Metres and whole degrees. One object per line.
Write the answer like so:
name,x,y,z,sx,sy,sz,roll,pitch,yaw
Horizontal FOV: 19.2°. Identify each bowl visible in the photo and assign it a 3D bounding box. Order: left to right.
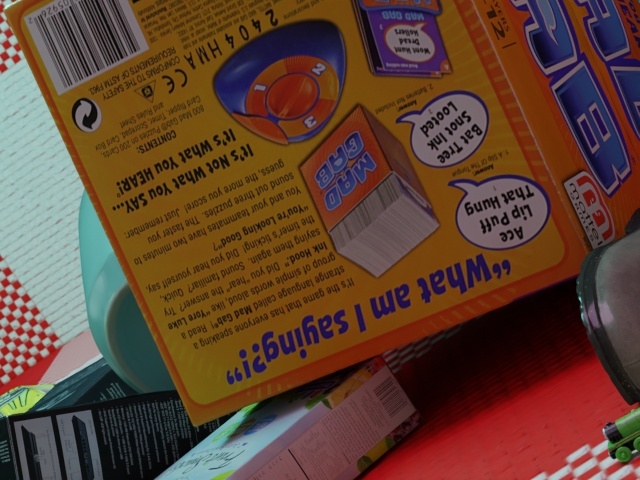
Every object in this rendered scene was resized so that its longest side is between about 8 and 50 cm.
bowl,-0.100,0.049,1.796,0.311,0.311,0.163,-30,24,29

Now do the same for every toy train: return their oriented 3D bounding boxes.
toy train,0.195,0.097,1.062,0.083,0.024,0.017,-32,7,16

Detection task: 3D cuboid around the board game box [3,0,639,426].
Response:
board game box,0.045,-0.115,1.504,0.356,0.356,0.356,-23,2,28

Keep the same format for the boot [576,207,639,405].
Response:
boot,0.261,0.005,1.187,0.161,0.083,0.246,-23,13,30

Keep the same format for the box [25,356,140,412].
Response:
box,-0.249,0.208,2.012,0.153,0.108,0.207,-29,9,31

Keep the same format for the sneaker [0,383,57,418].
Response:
sneaker,-0.376,0.242,2.239,0.147,0.145,0.385,-33,8,10

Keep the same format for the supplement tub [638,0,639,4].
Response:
supplement tub,0.342,-0.254,1.766,0.191,0.272,0.191,-33,7,4

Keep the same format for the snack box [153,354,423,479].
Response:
snack box,-0.048,0.178,1.446,0.207,0.070,0.174,-38,8,-28

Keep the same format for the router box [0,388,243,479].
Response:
router box,-0.209,0.192,1.659,0.243,0.081,0.309,-7,-8,-30
